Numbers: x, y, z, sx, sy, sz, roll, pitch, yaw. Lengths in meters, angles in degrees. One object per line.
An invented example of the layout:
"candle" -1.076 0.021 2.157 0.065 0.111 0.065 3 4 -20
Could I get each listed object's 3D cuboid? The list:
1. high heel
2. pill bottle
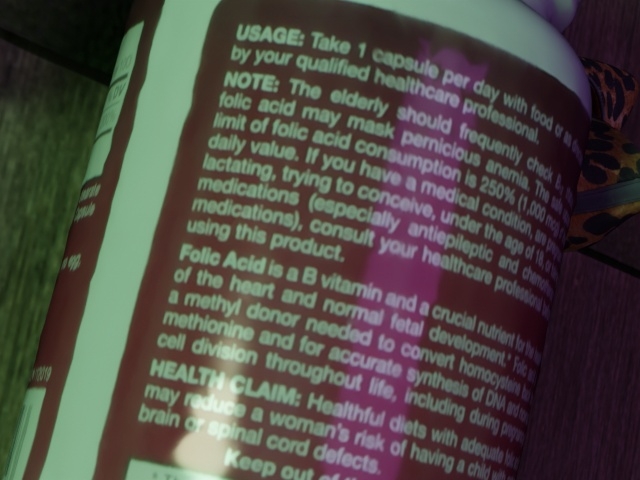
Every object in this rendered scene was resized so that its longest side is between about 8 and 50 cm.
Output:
"high heel" 0.172 -0.057 0.846 0.261 0.186 0.093 -28 110 -40
"pill bottle" 0.000 0.000 0.658 0.224 0.224 0.392 24 75 -42
